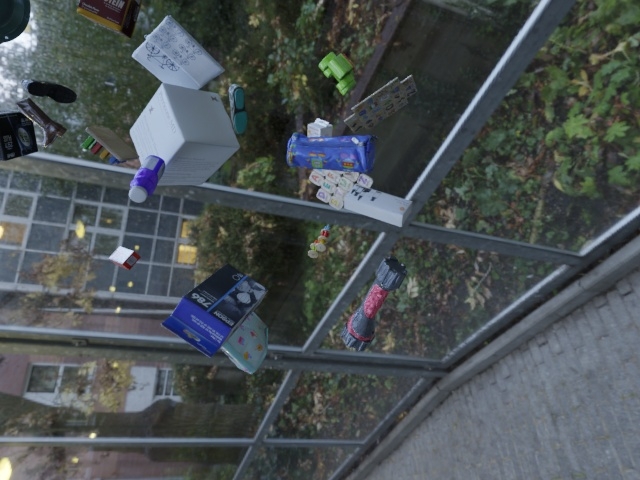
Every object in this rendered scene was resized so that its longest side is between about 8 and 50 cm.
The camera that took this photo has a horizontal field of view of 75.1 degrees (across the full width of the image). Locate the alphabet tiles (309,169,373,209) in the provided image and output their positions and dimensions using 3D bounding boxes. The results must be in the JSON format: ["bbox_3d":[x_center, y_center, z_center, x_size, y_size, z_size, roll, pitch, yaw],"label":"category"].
[{"bbox_3d":[0.091,-0.279,1.925,0.021,0.278,0.284,-50,-10,-53],"label":"alphabet tiles"}]

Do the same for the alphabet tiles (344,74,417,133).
[{"bbox_3d":[0.274,-0.608,1.879,0.011,0.343,0.285,62,-163,12],"label":"alphabet tiles"}]

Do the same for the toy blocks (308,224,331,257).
[{"bbox_3d":[0.000,0.000,2.025,0.123,0.054,0.148,-43,20,44],"label":"toy blocks"}]

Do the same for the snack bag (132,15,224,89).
[{"bbox_3d":[-0.678,-0.836,1.955,0.343,0.323,0.037,-17,50,35],"label":"snack bag"}]

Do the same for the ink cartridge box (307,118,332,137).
[{"bbox_3d":[-0.004,-0.525,2.074,0.092,0.090,0.143,29,132,35],"label":"ink cartridge box"}]

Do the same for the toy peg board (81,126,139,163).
[{"bbox_3d":[-0.809,-0.347,1.593,0.079,0.160,0.161,-44,11,10],"label":"toy peg board"}]

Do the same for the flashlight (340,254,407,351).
[{"bbox_3d":[0.163,0.197,1.259,0.103,0.103,0.304,38,122,23],"label":"flashlight"}]

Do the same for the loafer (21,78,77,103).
[{"bbox_3d":[-0.920,-0.514,1.417,0.062,0.061,0.170,-62,-21,13],"label":"loafer"}]

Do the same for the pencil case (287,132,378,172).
[{"bbox_3d":[0.036,-0.297,1.399,0.133,0.306,0.119,63,-144,-65],"label":"pencil case"}]

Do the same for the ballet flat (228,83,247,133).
[{"bbox_3d":[-0.359,-0.571,1.805,0.068,0.072,0.213,42,141,36],"label":"ballet flat"}]

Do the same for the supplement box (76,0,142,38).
[{"bbox_3d":[-0.675,-0.792,1.362,0.191,0.129,0.194,-67,20,12],"label":"supplement box"}]

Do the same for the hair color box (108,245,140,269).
[{"bbox_3d":[-0.807,0.071,1.713,0.141,0.043,0.072,11,58,41],"label":"hair color box"}]

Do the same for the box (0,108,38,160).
[{"bbox_3d":[-1.059,-0.360,1.409,0.180,0.078,0.147,-92,6,-69],"label":"box"}]

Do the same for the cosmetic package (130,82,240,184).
[{"bbox_3d":[-0.683,-0.511,2.090,0.394,0.327,0.329,-32,75,37],"label":"cosmetic package"}]

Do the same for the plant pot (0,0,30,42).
[{"bbox_3d":[-0.830,-0.583,0.976,0.293,0.196,0.293,-58,-13,-22],"label":"plant pot"}]

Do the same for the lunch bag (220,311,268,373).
[{"bbox_3d":[-0.322,0.375,1.624,0.160,0.223,0.262,-34,19,10],"label":"lunch bag"}]

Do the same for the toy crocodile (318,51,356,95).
[{"bbox_3d":[0.076,-0.589,1.444,0.105,0.115,0.340,-42,6,15],"label":"toy crocodile"}]

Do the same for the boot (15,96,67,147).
[{"bbox_3d":[-0.716,-0.297,1.048,0.106,0.114,0.037,-23,43,27],"label":"boot"}]

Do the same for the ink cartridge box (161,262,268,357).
[{"bbox_3d":[-0.289,0.186,1.206,0.065,0.165,0.332,-58,-2,25],"label":"ink cartridge box"}]

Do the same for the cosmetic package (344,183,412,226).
[{"bbox_3d":[0.217,-0.136,1.579,0.099,0.239,0.060,-53,-28,-35],"label":"cosmetic package"}]

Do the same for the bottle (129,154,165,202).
[{"bbox_3d":[-0.734,-0.257,1.759,0.118,0.092,0.283,-58,22,29],"label":"bottle"}]
